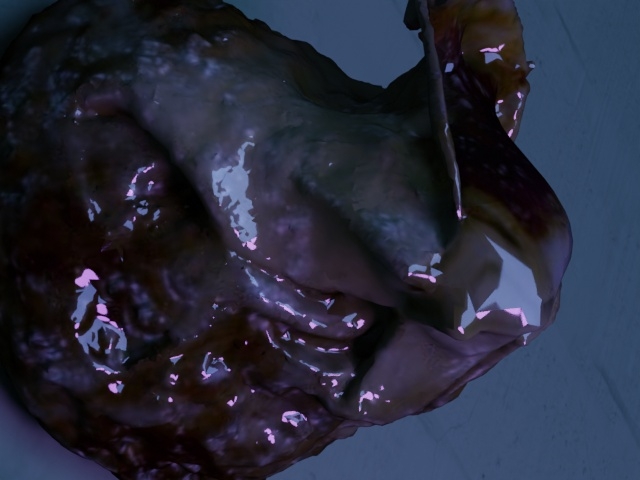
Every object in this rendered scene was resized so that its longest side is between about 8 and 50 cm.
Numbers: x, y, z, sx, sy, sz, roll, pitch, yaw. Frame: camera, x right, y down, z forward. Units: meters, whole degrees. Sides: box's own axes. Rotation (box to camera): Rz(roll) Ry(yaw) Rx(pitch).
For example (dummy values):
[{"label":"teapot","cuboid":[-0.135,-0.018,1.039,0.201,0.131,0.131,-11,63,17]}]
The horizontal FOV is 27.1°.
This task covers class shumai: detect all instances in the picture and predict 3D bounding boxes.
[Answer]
[{"label":"shumai","cuboid":[0.000,0.000,0.899,0.395,0.348,0.395,6,83,-57]}]
